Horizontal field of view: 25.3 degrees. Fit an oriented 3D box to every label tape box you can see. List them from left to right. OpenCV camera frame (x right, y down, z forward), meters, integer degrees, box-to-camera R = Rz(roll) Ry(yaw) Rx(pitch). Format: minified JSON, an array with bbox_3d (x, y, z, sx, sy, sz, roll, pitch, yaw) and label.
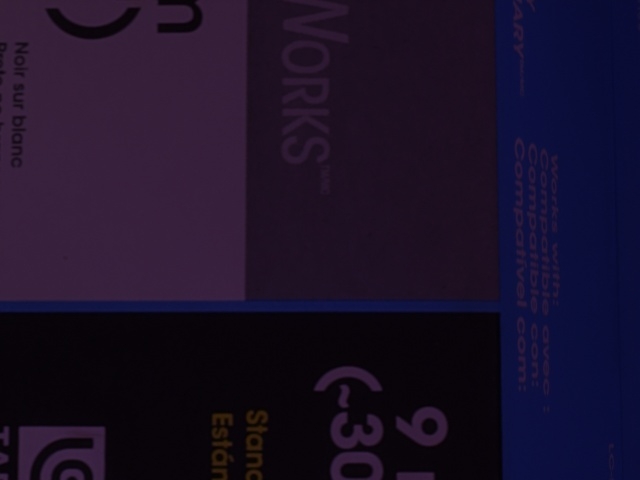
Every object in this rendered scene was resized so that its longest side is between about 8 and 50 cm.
[{"bbox_3d":[-0.007,-0.015,0.416,0.333,0.240,0.106,0,173,2],"label":"label tape box"}]
